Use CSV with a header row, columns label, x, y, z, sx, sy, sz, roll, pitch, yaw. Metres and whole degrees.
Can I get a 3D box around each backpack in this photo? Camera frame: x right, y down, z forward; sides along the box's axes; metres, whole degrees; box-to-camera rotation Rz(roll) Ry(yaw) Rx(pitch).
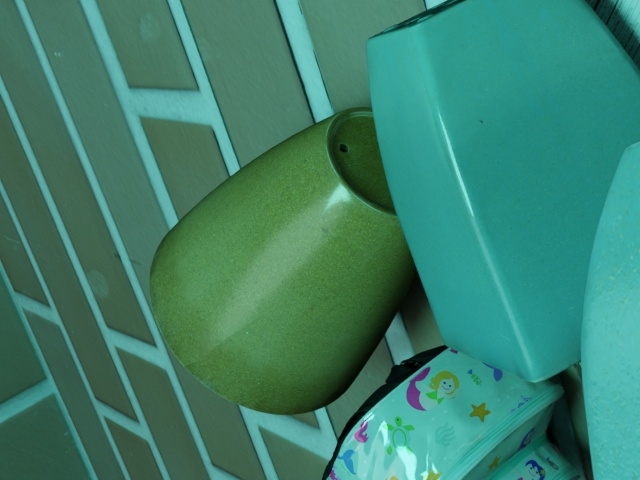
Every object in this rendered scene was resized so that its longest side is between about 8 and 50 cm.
label,x,y,z,sx,sy,sz,roll,pitch,yaw
backpack,0.113,0.199,1.107,0.191,0.225,0.253,45,151,23

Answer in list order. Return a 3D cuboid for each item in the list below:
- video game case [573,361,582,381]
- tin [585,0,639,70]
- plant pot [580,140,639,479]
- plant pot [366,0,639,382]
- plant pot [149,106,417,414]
label,x,y,z,sx,sy,sz,roll,pitch,yaw
video game case,0.266,0.127,0.908,0.210,0.041,0.232,61,169,-9
tin,0.213,-0.147,0.813,0.190,0.040,0.106,48,146,22
plant pot,0.290,0.039,0.661,0.248,0.247,0.252,-23,79,62
plant pot,0.136,-0.056,0.843,0.234,0.165,0.165,65,168,-11
plant pot,0.000,0.000,1.143,0.237,0.237,0.254,54,136,12
